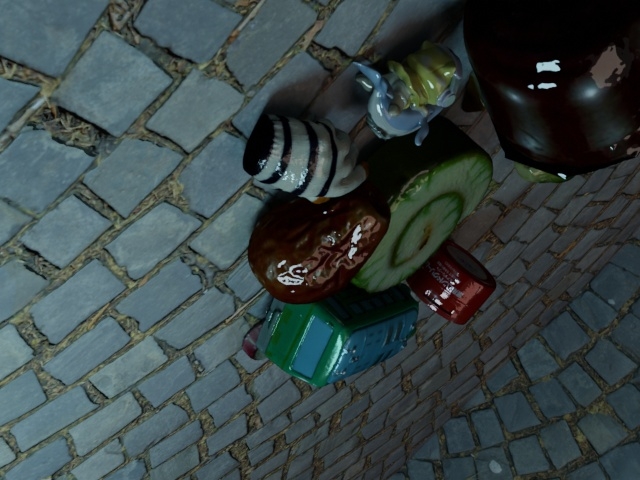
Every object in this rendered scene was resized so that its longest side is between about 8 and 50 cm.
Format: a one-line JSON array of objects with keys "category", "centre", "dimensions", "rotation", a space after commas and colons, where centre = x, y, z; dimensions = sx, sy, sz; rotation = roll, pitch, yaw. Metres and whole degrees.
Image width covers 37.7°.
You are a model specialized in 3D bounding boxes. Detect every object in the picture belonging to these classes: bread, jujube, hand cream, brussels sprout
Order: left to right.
[{"category": "jujube", "centre": [0.000, 0.000, 1.618], "dimensions": [0.255, 0.190, 0.190], "rotation": [-33, 159, 23]}, {"category": "bread", "centre": [0.168, -0.070, 1.828], "dimensions": [0.382, 0.129, 0.366], "rotation": [-24, 148, -34]}, {"category": "hand cream", "centre": [0.307, 0.093, 2.206], "dimensions": [0.125, 0.193, 0.193], "rotation": [-54, 152, 17]}, {"category": "bread", "centre": [0.307, -0.275, 1.783], "dimensions": [0.043, 0.062, 0.109], "rotation": [-31, 149, -20]}, {"category": "brussels sprout", "centre": [0.529, -0.199, 2.125], "dimensions": [0.183, 0.131, 0.145], "rotation": [-43, 150, 8]}]

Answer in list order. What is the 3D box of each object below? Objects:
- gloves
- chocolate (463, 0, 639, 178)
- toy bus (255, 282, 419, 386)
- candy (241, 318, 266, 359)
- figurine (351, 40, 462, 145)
[{"category": "gloves", "centre": [-0.007, -0.127, 1.474], "dimensions": [0.219, 0.131, 0.140], "rotation": [12, 95, -26]}, {"category": "chocolate", "centre": [0.387, -0.326, 1.535], "dimensions": [0.383, 0.383, 0.331], "rotation": [-48, 138, 13]}, {"category": "toy bus", "centre": [0.053, 0.167, 1.919], "dimensions": [0.344, 0.199, 0.183], "rotation": [-14, 132, -52]}, {"category": "candy", "centre": [-0.115, 0.206, 1.956], "dimensions": [0.103, 0.043, 0.103], "rotation": [-32, 152, -20]}, {"category": "figurine", "centre": [0.143, -0.245, 1.528], "dimensions": [0.183, 0.128, 0.208], "rotation": [-53, 148, 16]}]
